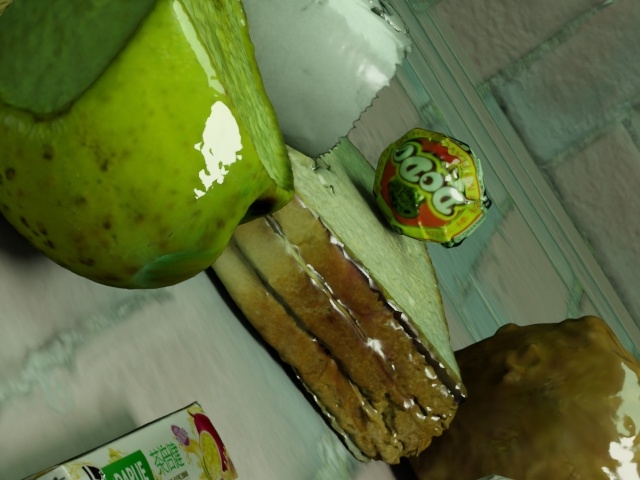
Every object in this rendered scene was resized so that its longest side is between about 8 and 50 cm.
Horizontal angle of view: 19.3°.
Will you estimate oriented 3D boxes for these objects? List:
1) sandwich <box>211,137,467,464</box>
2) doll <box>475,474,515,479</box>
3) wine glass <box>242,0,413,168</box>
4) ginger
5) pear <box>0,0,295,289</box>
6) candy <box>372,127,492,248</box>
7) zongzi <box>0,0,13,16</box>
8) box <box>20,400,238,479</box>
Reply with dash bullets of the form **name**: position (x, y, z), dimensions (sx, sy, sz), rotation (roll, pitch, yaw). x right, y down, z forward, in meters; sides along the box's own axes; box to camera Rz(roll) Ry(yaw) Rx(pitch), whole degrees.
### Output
- **sandwich**: position (-0.001, 0.001, 1.407), dimensions (0.249, 0.095, 0.273), rotation (52, 14, -27)
- **doll**: position (0.128, 0.291, 1.157), dimensions (0.287, 0.151, 0.151), rotation (66, 14, 5)
- **wine glass**: position (-0.088, -0.191, 1.262), dimensions (0.321, 0.143, 0.143), rotation (41, 17, -11)
- **ginger**: position (0.187, 0.185, 1.432), dimensions (0.223, 0.200, 0.269), rotation (50, 16, -48)
- **pear**: position (-0.111, -0.077, 1.061), dimensions (0.238, 0.164, 0.255), rotation (52, 16, -63)
- **candy**: position (0.101, -0.025, 1.520), dimensions (0.091, 0.083, 0.305), rotation (57, 4, 12)
- **zongzi**: position (-0.258, -0.144, 0.880), dimensions (0.187, 0.084, 0.184), rotation (48, 34, 1)
- **box**: position (-0.093, 0.119, 0.923), dimensions (0.050, 0.041, 0.207), rotation (62, 14, 4)
